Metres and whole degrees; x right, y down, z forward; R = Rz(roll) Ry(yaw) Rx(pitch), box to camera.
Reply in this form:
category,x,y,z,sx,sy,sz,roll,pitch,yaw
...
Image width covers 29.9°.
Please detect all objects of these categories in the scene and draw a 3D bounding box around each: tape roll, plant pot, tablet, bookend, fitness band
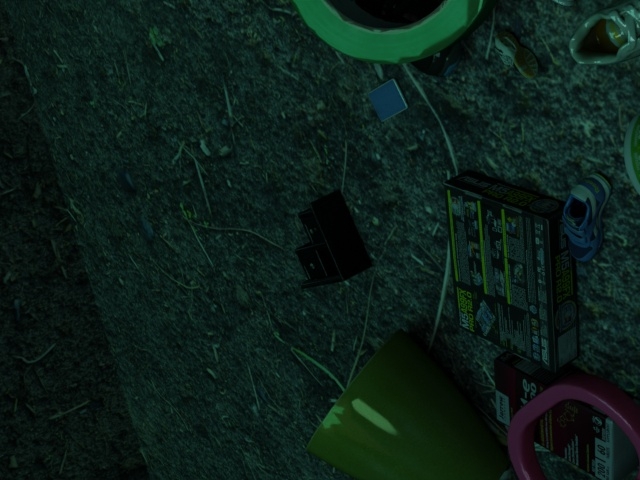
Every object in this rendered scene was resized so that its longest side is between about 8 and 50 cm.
category,x,y,z,sx,sy,sz,roll,pitch,yaw
tape roll,0.100,-0.405,1.637,0.321,0.077,0.321,7,108,22
plant pot,0.173,0.352,2.103,0.293,0.275,0.275,38,144,10
tablet,0.111,-0.230,1.964,0.083,0.006,0.054,-22,94,60
bookend,0.000,0.000,2.239,0.156,0.072,0.157,-13,102,59
fitness band,0.385,0.315,1.783,0.209,0.054,0.291,54,146,13

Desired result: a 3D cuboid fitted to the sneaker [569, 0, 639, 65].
category,x,y,z,sx,sy,sz,roll,pitch,yaw
sneaker,0.398,-0.262,1.431,0.229,0.092,0.087,-25,90,58

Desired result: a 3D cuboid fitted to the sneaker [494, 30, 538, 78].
category,x,y,z,sx,sy,sz,roll,pitch,yaw
sneaker,0.276,-0.256,1.683,0.083,0.032,0.037,57,162,20

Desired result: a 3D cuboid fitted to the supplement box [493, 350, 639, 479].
category,x,y,z,sx,sy,sz,roll,pitch,yaw
supplement box,0.383,0.267,1.873,0.239,0.073,0.130,27,134,46

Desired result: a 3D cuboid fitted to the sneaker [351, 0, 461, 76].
category,x,y,z,sx,sy,sz,roll,pitch,yaw
sneaker,0.073,-0.368,1.786,0.341,0.140,0.125,53,146,14

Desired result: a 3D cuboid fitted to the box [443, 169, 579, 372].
category,x,y,z,sx,sy,sz,roll,pitch,yaw
box,0.295,0.046,1.849,0.216,0.060,0.270,24,131,47

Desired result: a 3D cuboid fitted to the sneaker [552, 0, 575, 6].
category,x,y,z,sx,sy,sz,roll,pitch,yaw
sneaker,0.298,-0.348,1.575,0.109,0.040,0.043,37,124,30

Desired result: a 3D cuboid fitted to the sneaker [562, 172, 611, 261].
category,x,y,z,sx,sy,sz,roll,pitch,yaw
sneaker,0.366,-0.027,1.687,0.053,0.059,0.144,33,139,37

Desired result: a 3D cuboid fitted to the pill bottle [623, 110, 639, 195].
category,x,y,z,sx,sy,sz,roll,pitch,yaw
pill bottle,0.482,-0.116,1.372,0.246,0.136,0.136,-13,102,58
